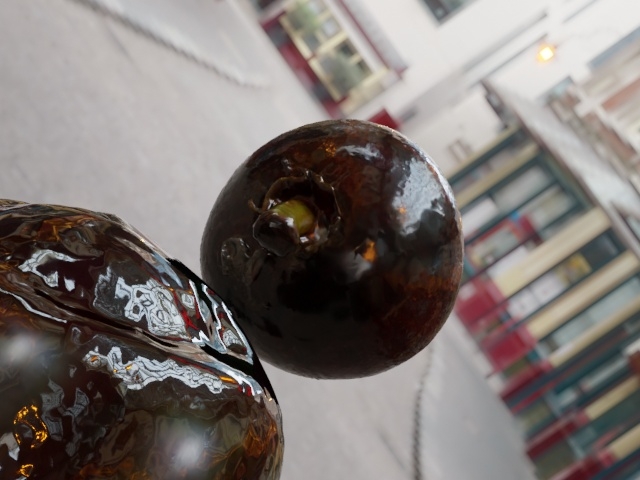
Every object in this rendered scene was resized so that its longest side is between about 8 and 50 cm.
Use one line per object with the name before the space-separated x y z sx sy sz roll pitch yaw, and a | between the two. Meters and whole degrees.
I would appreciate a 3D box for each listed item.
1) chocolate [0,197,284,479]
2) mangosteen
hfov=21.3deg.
chocolate | -0.183 0.150 1.027 0.384 0.331 0.383 42 0 0
mangosteen | 0.000 0.000 1.464 0.235 0.235 0.261 56 7 21
